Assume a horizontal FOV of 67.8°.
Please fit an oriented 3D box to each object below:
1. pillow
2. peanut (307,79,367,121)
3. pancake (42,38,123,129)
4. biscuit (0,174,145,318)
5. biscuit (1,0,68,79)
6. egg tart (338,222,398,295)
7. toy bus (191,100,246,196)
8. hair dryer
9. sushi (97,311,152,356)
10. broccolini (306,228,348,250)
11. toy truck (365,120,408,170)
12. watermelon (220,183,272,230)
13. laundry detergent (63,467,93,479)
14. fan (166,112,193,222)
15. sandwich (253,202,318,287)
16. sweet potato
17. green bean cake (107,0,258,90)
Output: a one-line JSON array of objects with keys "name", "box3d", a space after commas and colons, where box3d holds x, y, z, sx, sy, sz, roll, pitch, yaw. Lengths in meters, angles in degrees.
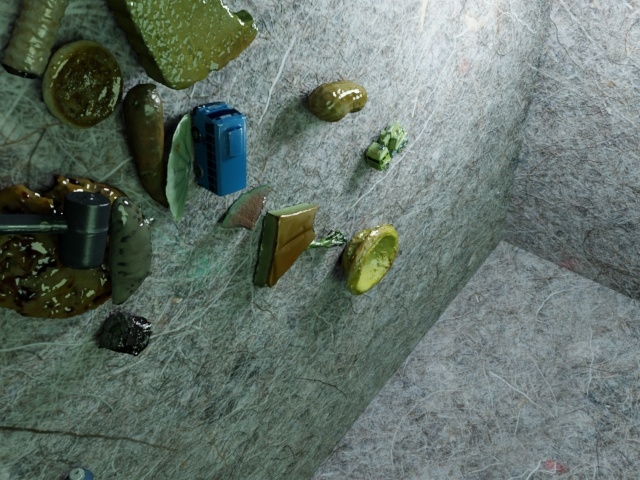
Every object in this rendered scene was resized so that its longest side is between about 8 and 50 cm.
[{"name": "pillow", "box3d": [-0.364, 0.019, 0.925, 0.093, 0.051, 0.241, -19, 131, -46]}, {"name": "peanut", "box3d": [0.049, -0.378, 1.289, 0.226, 0.095, 0.108, -31, 154, -44]}, {"name": "pancake", "box3d": [-0.392, -0.258, 0.798, 0.158, 0.028, 0.158, -54, 163, -25]}, {"name": "biscuit", "box3d": [-0.468, 0.023, 0.894, 0.289, 0.081, 0.334, -59, 150, 0]}, {"name": "biscuit", "box3d": [-0.405, -0.342, 0.702, 0.219, 0.061, 0.055, -65, -168, 10]}, {"name": "egg tart", "box3d": [0.172, 0.061, 1.794, 0.315, 0.120, 0.315, -35, 142, -33]}, {"name": "toy bus", "box3d": [-0.216, -0.199, 1.042, 0.090, 0.106, 0.184, -27, 135, -38]}, {"name": "hair dryer", "box3d": [-0.452, -0.015, 0.757, 0.219, 0.071, 0.124, -1, 113, -47]}, {"name": "sushi", "box3d": [-0.445, 0.211, 1.080, 0.084, 0.098, 0.094, 44, 59, -61]}, {"name": "broccolini", "box3d": [0.002, -0.001, 1.572, 0.216, 0.067, 0.058, -6, 117, -43]}, {"name": "toy truck", "box3d": [0.222, -0.323, 1.591, 0.169, 0.077, 0.100, -49, 150, -15]}, {"name": "watermelon", "box3d": [-0.177, -0.078, 1.240, 0.101, 0.080, 0.155, 55, 53, -65]}, {"name": "laundry detergent", "box3d": [-0.616, 0.655, 1.210, 0.097, 0.061, 0.206, -19, 130, -44]}, {"name": "fan", "box3d": [-0.295, -0.146, 1.003, 0.131, 0.009, 0.240, -62, 163, -73]}, {"name": "sandwich", "box3d": [-0.091, 0.014, 1.434, 0.212, 0.063, 0.245, -19, 132, -49]}, {"name": "sweet potato", "box3d": [-0.334, -0.175, 0.930, 0.075, 0.075, 0.273, -33, 143, -37]}, {"name": "green bean cake", "box3d": [-0.240, -0.412, 0.818, 0.233, 0.124, 0.236, -45, 145, -22]}]
